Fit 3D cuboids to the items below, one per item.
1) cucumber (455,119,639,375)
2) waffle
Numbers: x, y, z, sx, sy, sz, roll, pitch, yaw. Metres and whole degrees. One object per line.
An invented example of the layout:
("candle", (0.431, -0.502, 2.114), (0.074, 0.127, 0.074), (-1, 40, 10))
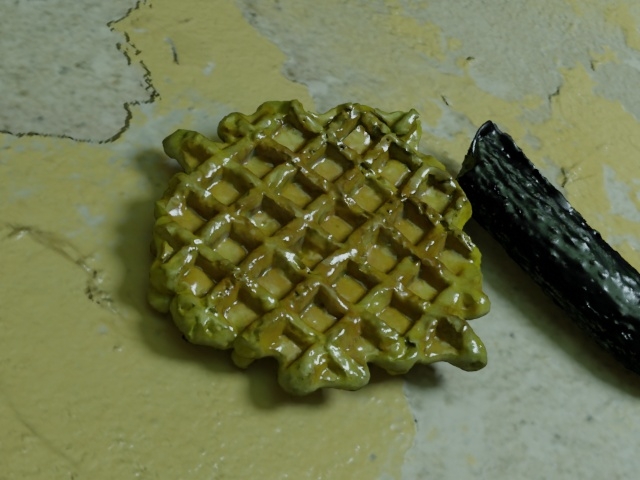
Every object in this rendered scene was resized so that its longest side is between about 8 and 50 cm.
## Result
("cucumber", (0.182, 0.017, 0.990), (0.067, 0.067, 0.245), (-27, 66, -37))
("waffle", (0.000, 0.000, 0.934), (0.238, 0.059, 0.243), (6, 51, -17))
